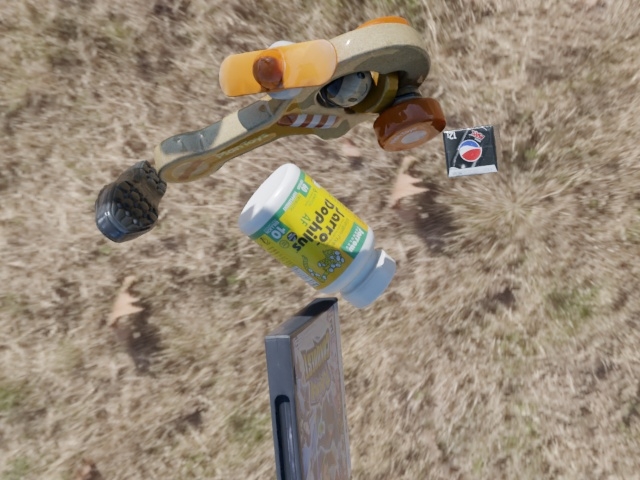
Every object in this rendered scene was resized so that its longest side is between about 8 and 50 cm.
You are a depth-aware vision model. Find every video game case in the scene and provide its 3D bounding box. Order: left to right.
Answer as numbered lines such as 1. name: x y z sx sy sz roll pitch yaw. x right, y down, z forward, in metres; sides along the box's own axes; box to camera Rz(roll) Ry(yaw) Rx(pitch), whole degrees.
1. video game case: -0.008 0.210 1.137 0.035 0.275 0.248 -4 95 11

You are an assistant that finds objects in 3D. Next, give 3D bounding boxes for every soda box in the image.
1. soda box: 0.180 -0.107 1.120 0.060 0.169 0.053 -6 95 13

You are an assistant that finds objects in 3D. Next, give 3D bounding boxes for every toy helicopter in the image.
1. toy helicopter: -0.046 -0.149 1.089 0.355 0.235 0.140 -23 75 19

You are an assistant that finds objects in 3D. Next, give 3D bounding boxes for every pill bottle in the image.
1. pill bottle: 0.000 0.000 1.324 0.208 0.117 0.117 39 100 -16

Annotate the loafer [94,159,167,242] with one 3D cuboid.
1. loafer: -0.249 -0.040 1.217 0.078 0.223 0.076 -38 105 11
